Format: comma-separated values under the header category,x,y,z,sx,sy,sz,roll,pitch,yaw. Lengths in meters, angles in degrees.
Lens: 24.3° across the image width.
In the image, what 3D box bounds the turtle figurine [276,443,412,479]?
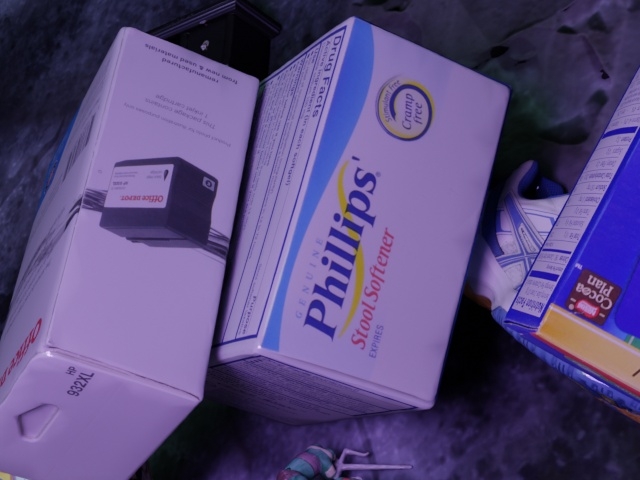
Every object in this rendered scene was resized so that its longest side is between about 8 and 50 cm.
category,x,y,z,sx,sy,sz,roll,pitch,yaw
turtle figurine,-0.011,0.239,1.187,0.234,0.118,0.175,-36,48,31

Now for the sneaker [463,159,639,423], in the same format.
category,x,y,z,sx,sy,sz,roll,pitch,yaw
sneaker,0.190,0.027,1.097,0.131,0.112,0.296,-51,37,3

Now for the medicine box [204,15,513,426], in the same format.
category,x,y,z,sx,sy,sz,roll,pitch,yaw
medicine box,0.000,0.000,1.196,0.289,0.149,0.263,-21,51,66

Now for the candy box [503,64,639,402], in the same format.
category,x,y,z,sx,sy,sz,roll,pitch,yaw
candy box,0.308,-0.019,0.921,0.317,0.268,0.122,-62,1,0

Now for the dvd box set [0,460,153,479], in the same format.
category,x,y,z,sx,sy,sz,roll,pitch,yaw
dvd box set,-0.252,0.375,1.234,0.307,0.062,0.420,-24,62,11

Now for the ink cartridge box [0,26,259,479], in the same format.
category,x,y,z,sx,sy,sz,roll,pitch,yaw
ink cartridge box,-0.164,0.022,1.196,0.223,0.129,0.307,-48,27,50

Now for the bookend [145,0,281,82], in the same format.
category,x,y,z,sx,sy,sz,roll,pitch,yaw
bookend,-0.127,-0.148,1.522,0.156,0.072,0.157,-15,59,36
